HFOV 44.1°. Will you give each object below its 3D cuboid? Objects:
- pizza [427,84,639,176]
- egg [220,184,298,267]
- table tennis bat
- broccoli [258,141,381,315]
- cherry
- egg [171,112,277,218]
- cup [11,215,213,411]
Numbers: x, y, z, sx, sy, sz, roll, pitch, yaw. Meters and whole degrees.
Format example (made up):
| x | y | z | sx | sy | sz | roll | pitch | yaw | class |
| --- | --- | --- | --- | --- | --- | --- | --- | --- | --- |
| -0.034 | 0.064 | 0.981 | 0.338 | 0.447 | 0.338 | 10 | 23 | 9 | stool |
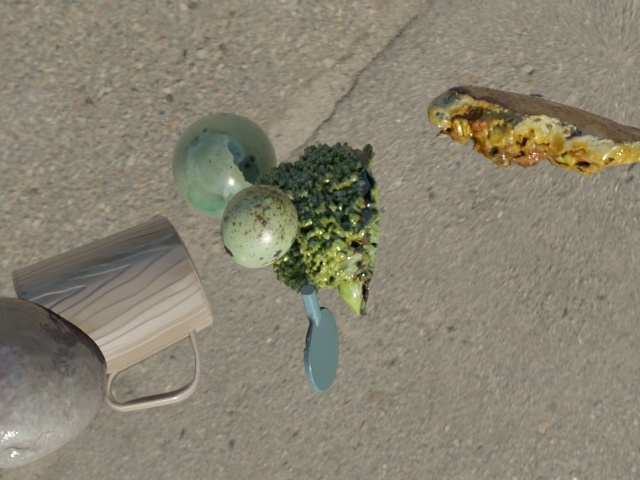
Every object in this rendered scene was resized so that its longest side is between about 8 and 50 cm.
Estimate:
| x | y | z | sx | sy | sz | roll | pitch | yaw | class |
| --- | --- | --- | --- | --- | --- | --- | --- | --- | --- |
| 0.285 | -0.135 | 1.023 | 0.305 | 0.161 | 0.085 | 11 | 114 | -9 | pizza |
| -0.070 | -0.014 | 0.889 | 0.085 | 0.085 | 0.110 | 41 | 143 | 8 | egg |
| -0.002 | 0.123 | 0.999 | 0.019 | 0.100 | 0.155 | 3 | 126 | 22 | table tennis bat |
| -0.013 | -0.009 | 1.121 | 0.180 | 0.242 | 0.273 | 1 | 129 | -2 | broccoli |
| -0.385 | 0.175 | 0.984 | 0.183 | 0.266 | 0.213 | -46 | 59 | 35 | cherry |
| -0.155 | -0.119 | 1.278 | 0.169 | 0.236 | 0.169 | 1 | 83 | -7 | egg |
| -0.319 | 0.121 | 1.260 | 0.288 | 0.273 | 0.208 | 52 | 160 | 40 | cup |
